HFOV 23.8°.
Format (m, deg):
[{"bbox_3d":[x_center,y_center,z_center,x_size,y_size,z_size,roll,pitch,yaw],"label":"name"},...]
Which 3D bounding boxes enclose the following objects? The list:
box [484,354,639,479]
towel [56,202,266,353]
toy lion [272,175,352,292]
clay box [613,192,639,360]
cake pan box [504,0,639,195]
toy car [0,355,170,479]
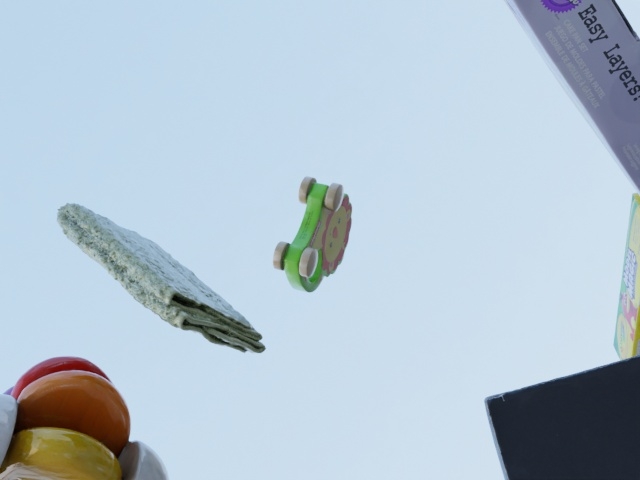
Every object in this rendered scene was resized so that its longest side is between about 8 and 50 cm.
[{"bbox_3d":[0.230,0.146,1.088,0.184,0.103,0.261,-15,-14,10],"label":"box"},{"bbox_3d":[-0.110,0.028,1.029,0.027,0.148,0.110,-54,-37,3],"label":"towel"},{"bbox_3d":[0.000,0.000,1.255,0.096,0.034,0.100,67,-140,-58],"label":"toy lion"},{"bbox_3d":[0.344,0.024,1.389,0.127,0.053,0.222,-8,-50,-7],"label":"clay box"},{"bbox_3d":[0.196,-0.173,1.198,0.070,0.246,0.267,-36,-56,8],"label":"cake pan box"},{"bbox_3d":[-0.201,0.155,1.105,0.159,0.136,0.182,23,-41,-21],"label":"toy car"}]
